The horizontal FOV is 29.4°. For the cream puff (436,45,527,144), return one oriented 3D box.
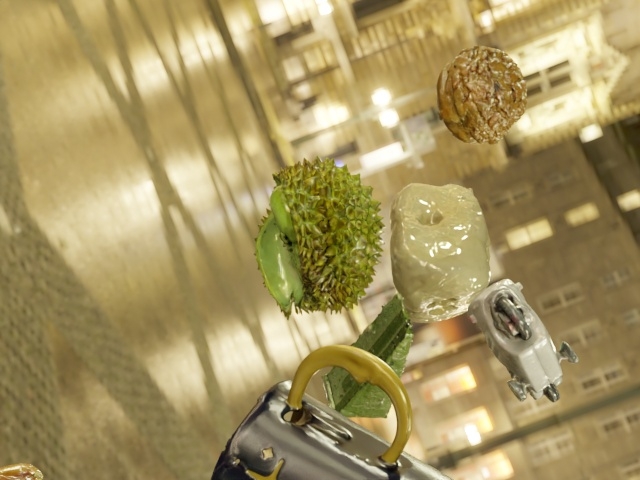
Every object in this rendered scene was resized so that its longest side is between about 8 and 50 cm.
[{"bbox_3d":[0.261,-0.231,1.927,0.115,0.150,0.165,-14,-104,53],"label":"cream puff"}]

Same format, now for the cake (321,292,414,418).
[{"bbox_3d":[0.107,0.192,1.999,0.099,0.235,0.100,15,38,-29],"label":"cake"}]

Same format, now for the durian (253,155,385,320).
[{"bbox_3d":[0.001,-0.003,1.783,0.200,0.176,0.237,-106,-158,-57],"label":"durian"}]

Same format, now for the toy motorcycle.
[{"bbox_3d":[0.300,0.144,1.884,0.171,0.110,0.260,54,-2,43],"label":"toy motorcycle"}]

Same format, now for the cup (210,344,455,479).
[{"bbox_3d":[0.026,0.266,1.342,0.256,0.178,0.255,26,-35,22],"label":"cup"}]

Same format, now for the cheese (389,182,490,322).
[{"bbox_3d":[0.206,0.053,2.116,0.248,0.173,0.251,-82,172,-69],"label":"cheese"}]

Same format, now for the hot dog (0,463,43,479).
[{"bbox_3d":[-0.602,0.457,2.136,0.100,0.249,0.068,45,-44,47],"label":"hot dog"}]
